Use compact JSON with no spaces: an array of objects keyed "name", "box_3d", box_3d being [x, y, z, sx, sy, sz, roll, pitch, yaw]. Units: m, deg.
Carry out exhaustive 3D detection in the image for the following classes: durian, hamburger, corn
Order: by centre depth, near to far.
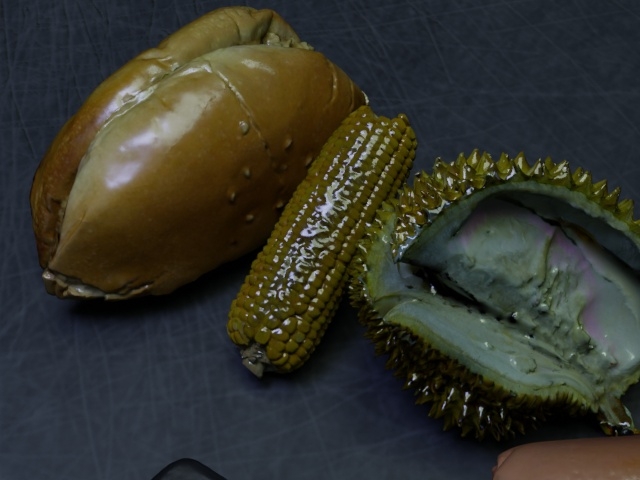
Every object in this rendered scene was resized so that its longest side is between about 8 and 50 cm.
[{"name":"durian","box_3d":[0.127,0.040,0.941,0.193,0.237,0.138,-39,19,-5]},{"name":"corn","box_3d":[0.000,0.000,0.966,0.068,0.068,0.207,26,84,17]},{"name":"hamburger","box_3d":[-0.085,-0.067,0.995,0.283,0.157,0.144,-34,62,-27]}]

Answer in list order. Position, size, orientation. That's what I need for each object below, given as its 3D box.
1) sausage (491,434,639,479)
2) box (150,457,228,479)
[{"name":"sausage","box_3d":[0.246,0.162,0.879,0.289,0.086,0.086,-3,53,0]},{"name":"box","box_3d":[-0.079,0.207,0.873,0.125,0.027,0.126,29,58,21]}]
